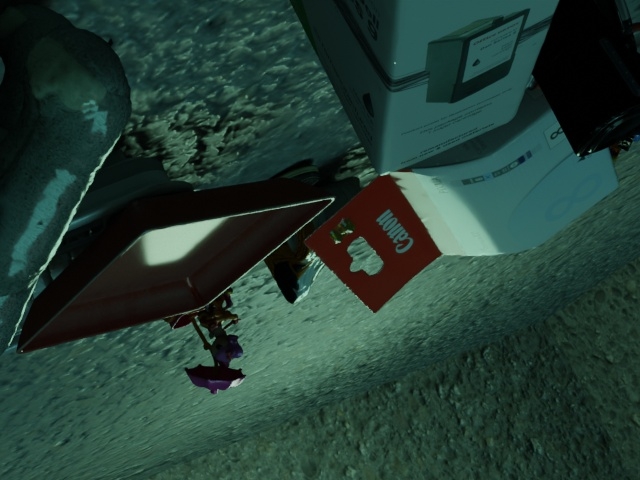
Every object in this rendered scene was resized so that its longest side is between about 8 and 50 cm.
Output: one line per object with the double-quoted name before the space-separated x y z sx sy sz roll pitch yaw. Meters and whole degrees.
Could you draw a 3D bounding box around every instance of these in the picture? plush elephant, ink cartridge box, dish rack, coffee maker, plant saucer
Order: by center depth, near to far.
"plush elephant" -0.301 -0.033 0.743 0.255 0.272 0.330 21 104 -23
"ink cartridge box" 0.051 -0.199 0.786 0.122 0.211 0.289 -24 164 -6
"plant saucer" -0.152 0.016 1.217 0.258 0.047 0.259 -12 161 -47
"dish rack" -0.274 0.018 1.236 0.286 0.072 0.333 -24 165 -14
"coffee maker" 0.265 -0.182 1.273 0.171 0.178 0.120 -28 165 6
"ink cartridge box" 0.195 -0.042 1.564 0.385 0.091 0.308 -39 152 2

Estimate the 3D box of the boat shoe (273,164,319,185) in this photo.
"boat shoe" -0.059 -0.037 1.462 0.152 0.049 0.056 -33 164 21

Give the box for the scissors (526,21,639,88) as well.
"scissors" 0.243 -0.180 1.403 0.297 0.109 0.021 -33 -164 22

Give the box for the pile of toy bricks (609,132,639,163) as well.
"pile of toy bricks" 0.403 -0.190 1.690 0.105 0.118 0.212 -58 168 -28

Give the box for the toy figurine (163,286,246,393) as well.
"toy figurine" -0.147 0.125 1.650 0.130 0.159 0.173 -13 159 -44

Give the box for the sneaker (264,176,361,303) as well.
"sneaker" 0.000 0.000 1.614 0.121 0.099 0.262 -26 167 -21
